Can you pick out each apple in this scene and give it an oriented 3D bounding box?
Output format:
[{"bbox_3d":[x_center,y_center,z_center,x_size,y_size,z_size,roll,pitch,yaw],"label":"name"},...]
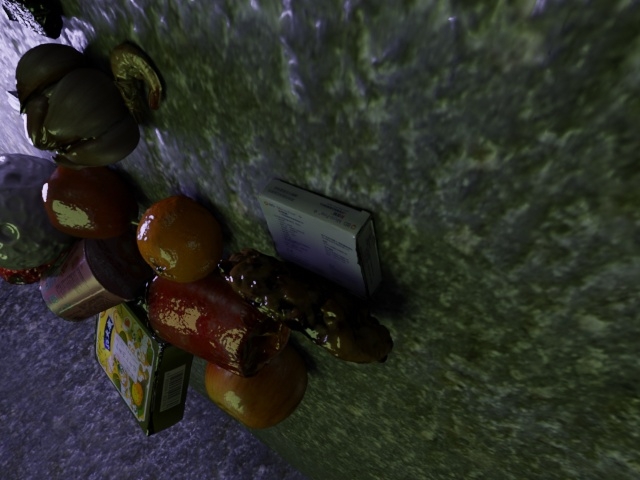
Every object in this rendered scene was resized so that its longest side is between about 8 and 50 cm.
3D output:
[{"bbox_3d":[-0.176,0.369,1.426,0.286,0.233,0.286,30,152,18],"label":"apple"}]

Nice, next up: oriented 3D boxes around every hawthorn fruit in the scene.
[{"bbox_3d":[-0.531,-0.086,1.272,0.251,0.199,0.199,20,149,8],"label":"hawthorn fruit"}]

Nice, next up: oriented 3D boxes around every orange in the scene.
[{"bbox_3d":[-0.298,0.002,1.116,0.193,0.161,0.193,33,149,22],"label":"orange"}]

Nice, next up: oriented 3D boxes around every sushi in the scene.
[{"bbox_3d":[-0.478,-0.387,0.875,0.083,0.056,0.085,41,154,-1],"label":"sushi"}]

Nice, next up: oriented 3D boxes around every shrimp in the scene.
[{"bbox_3d":[-0.297,-0.253,0.882,0.095,0.045,0.162,13,143,6],"label":"shrimp"}]

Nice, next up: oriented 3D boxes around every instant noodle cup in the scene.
[{"bbox_3d":[-0.656,0.107,1.538,0.231,0.243,0.243,-28,114,21],"label":"instant noodle cup"}]

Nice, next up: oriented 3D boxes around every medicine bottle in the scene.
[{"bbox_3d":[0.000,0.000,0.857,0.201,0.052,0.171,23,148,31],"label":"medicine bottle"}]

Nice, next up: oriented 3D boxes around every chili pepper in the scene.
[{"bbox_3d":[-0.235,0.190,1.240,0.305,0.229,0.251,25,113,27],"label":"chili pepper"}]

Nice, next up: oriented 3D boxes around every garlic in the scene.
[{"bbox_3d":[-0.421,-0.235,0.933,0.160,0.191,0.214,1,127,16],"label":"garlic"}]

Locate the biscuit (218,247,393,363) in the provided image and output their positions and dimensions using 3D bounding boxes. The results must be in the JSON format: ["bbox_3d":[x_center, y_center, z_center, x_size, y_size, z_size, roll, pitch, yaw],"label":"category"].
[{"bbox_3d":[-0.022,0.099,0.915,0.334,0.081,0.289,30,-177,38],"label":"biscuit"}]

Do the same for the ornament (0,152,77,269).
[{"bbox_3d":[-0.843,-0.080,1.497,0.337,0.337,0.337,30,151,19],"label":"ornament"}]

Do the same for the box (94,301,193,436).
[{"bbox_3d":[-0.580,0.347,1.709,0.420,0.138,0.373,37,124,35],"label":"box"}]

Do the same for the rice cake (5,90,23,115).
[{"bbox_3d":[-0.607,-0.273,1.211,0.290,0.051,0.081,30,160,16],"label":"rice cake"}]

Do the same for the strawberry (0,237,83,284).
[{"bbox_3d":[-0.977,-0.008,1.795,0.292,0.310,0.292,35,153,21],"label":"strawberry"}]

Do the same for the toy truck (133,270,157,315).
[{"bbox_3d":[-0.411,0.182,1.515,0.147,0.165,0.224,-2,132,54],"label":"toy truck"}]
